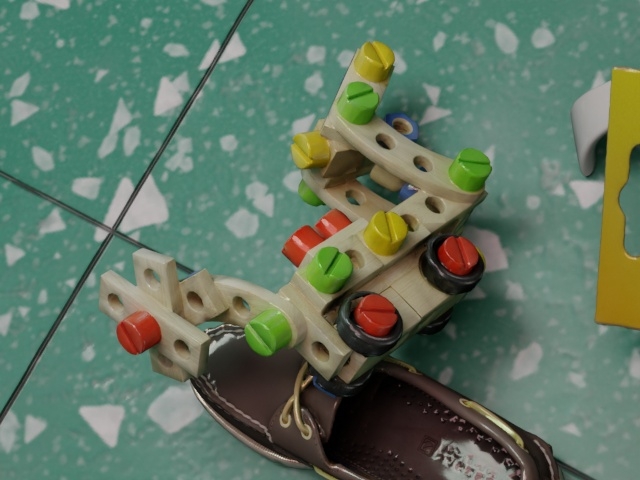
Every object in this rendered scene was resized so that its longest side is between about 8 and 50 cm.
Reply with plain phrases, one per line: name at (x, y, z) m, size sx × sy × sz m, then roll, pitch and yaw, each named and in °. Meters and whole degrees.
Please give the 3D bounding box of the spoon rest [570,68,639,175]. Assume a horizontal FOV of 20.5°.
spoon rest at (0.327, -0.113, 1.357) m, size 0.276 × 0.084 × 0.137 m, roll -13°, pitch 68°, yaw 13°

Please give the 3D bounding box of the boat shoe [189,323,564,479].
boat shoe at (0.030, 0.135, 1.351) m, size 0.324 × 0.097 × 0.116 m, roll 24°, pitch 80°, yaw 23°

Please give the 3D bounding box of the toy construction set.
toy construction set at (0.000, 0.000, 1.329) m, size 0.328 × 0.151 × 0.215 m, roll -38°, pitch 75°, yaw -28°

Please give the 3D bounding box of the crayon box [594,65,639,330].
crayon box at (0.365, -0.023, 1.267) m, size 0.319 × 0.081 × 0.202 m, roll 7°, pitch 105°, yaw 18°
